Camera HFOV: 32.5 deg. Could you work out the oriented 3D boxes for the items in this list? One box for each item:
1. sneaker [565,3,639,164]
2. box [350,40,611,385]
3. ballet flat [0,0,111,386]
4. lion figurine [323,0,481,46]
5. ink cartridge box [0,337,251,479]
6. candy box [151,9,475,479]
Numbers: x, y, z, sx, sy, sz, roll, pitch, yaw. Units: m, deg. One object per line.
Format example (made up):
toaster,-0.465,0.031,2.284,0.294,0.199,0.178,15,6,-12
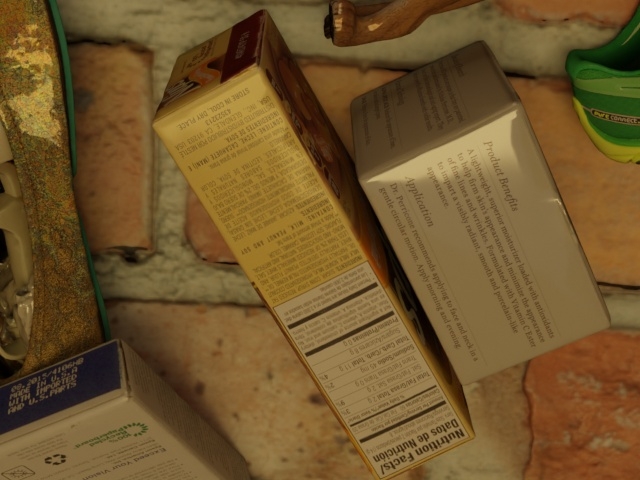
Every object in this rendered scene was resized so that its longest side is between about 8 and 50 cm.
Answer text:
sneaker,0.311,-0.173,0.794,0.295,0.109,0.123,-37,113,13
box,0.113,-0.026,0.812,0.119,0.182,0.181,-24,112,10
ballet flat,-0.236,-0.036,0.822,0.123,0.123,0.349,-4,116,0
lion figurine,0.122,-0.278,0.701,0.240,0.142,0.392,-7,149,-10
ink cartridge box,-0.234,0.240,0.949,0.324,0.071,0.330,-22,141,7
candy box,0.000,0.000,0.818,0.087,0.183,0.316,-28,111,11
